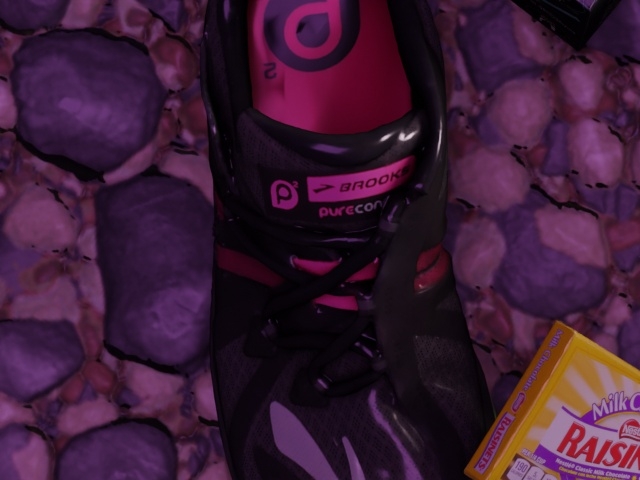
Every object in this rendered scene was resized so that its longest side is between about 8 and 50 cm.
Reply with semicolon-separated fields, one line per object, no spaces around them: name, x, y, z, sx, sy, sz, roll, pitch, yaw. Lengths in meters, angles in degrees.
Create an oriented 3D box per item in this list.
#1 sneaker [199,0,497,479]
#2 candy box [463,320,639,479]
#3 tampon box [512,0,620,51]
sneaker;0.000;0.000;1.060;0.185;0.202;0.483;-11;86;6
candy box;0.189;0.137;1.063;0.206;0.027;0.105;30;89;-31
tampon box;0.146;-0.200;1.075;0.120;0.161;0.101;39;91;6
